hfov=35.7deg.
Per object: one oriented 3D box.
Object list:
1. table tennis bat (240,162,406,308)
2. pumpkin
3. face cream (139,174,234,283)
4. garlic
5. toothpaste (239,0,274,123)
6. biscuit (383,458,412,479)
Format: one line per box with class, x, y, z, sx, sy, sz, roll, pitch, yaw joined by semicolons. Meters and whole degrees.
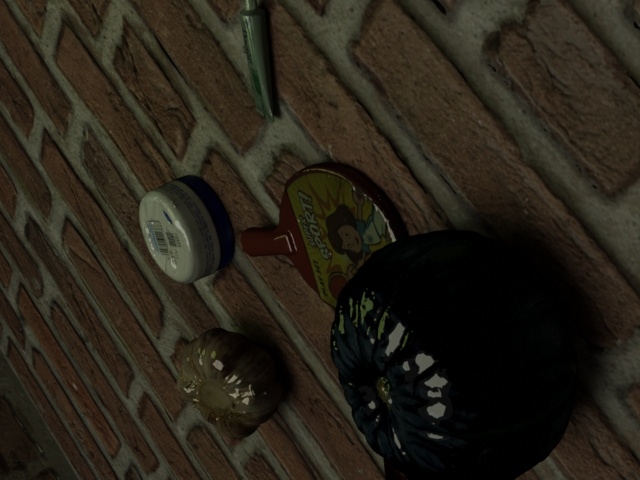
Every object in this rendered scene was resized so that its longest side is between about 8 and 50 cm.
table tennis bat;0.000;0.000;1.692;0.414;0.051;0.268;0;112;51
pumpkin;0.174;0.162;1.363;0.363;0.266;0.364;39;144;37
face cream;-0.275;-0.019;1.999;0.206;0.111;0.206;31;133;39
garlic;-0.176;0.283;2.039;0.244;0.160;0.245;14;122;25
toothpaste;-0.103;-0.298;1.637;0.064;0.041;0.218;41;145;48
biscuit;0.224;0.470;1.598;0.388;0.073;0.107;39;142;54
